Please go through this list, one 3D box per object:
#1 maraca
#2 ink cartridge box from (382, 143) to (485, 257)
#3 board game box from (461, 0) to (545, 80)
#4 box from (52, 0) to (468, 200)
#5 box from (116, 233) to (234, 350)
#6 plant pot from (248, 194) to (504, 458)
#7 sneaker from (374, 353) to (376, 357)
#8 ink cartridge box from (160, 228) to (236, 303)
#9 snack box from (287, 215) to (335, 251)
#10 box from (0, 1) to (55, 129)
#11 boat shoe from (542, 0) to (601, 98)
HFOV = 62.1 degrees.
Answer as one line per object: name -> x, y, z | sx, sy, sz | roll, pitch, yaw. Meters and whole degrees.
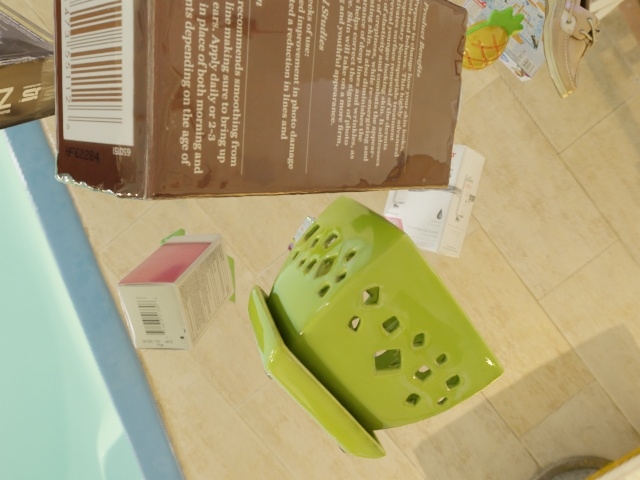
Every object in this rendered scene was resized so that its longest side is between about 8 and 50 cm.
maraca -> 0.397, -0.479, 1.270 | 0.127, 0.185, 0.099 | 7, 60, -34
ink cartridge box -> 0.294, -0.115, 1.433 | 0.117, 0.207, 0.283 | 15, 90, -46
board game box -> 0.647, -0.739, 1.694 | 0.318, 0.066, 0.318 | 38, 91, -14
box -> -0.020, -0.142, 0.471 | 0.143, 0.381, 0.191 | 13, 104, 41
box -> -0.286, 0.098, 1.088 | 0.126, 0.232, 0.149 | -2, 113, 14
plant pot -> 0.044, 0.107, 0.657 | 0.207, 0.227, 0.228 | -41, 111, -2
sneaker -> 0.064, 0.265, 1.286 | 0.144, 0.053, 0.059 | 5, 124, 4
ink cartridge box -> -0.394, 0.105, 1.735 | 0.097, 0.189, 0.255 | -26, 142, 23
snack box -> 0.000, 0.000, 1.306 | 0.141, 0.037, 0.100 | 12, 116, -46
box -> -0.512, -0.235, 0.527 | 0.394, 0.318, 0.097 | 33, 123, 4
boat shoe -> 0.592, -0.498, 1.248 | 0.110, 0.121, 0.341 | -6, 69, 35
